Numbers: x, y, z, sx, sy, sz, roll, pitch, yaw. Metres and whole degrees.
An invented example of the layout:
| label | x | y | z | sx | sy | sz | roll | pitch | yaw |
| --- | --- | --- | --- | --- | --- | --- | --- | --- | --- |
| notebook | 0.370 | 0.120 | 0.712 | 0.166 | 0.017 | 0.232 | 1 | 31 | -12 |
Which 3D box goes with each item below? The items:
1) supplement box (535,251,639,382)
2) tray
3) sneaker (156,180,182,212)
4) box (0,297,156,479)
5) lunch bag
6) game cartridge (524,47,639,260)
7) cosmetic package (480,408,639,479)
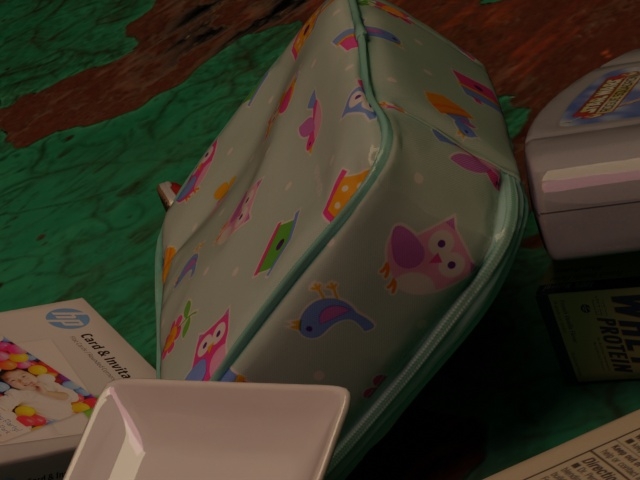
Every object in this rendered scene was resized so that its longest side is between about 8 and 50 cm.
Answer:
| label | x | y | z | sx | sy | sz | roll | pitch | yaw |
| --- | --- | --- | --- | --- | --- | --- | --- | --- | --- |
| supplement box | 0.164 | 0.023 | 0.959 | 0.083 | 0.056 | 0.083 | -6 | 31 | 29 |
| tray | -0.081 | 0.182 | 0.814 | 0.145 | 0.030 | 0.270 | 0 | 55 | 35 |
| sneaker | -0.058 | -0.019 | 1.222 | 0.067 | 0.042 | 0.118 | -33 | 36 | -10 |
| box | -0.178 | 0.092 | 1.014 | 0.186 | 0.038 | 0.145 | -8 | 30 | -33 |
| lunch bag | 0.000 | 0.000 | 0.999 | 0.224 | 0.108 | 0.279 | -55 | 17 | 19 |
| game cartridge | 0.214 | -0.062 | 0.985 | 0.198 | 0.062 | 0.297 | -3 | 15 | 21 |
| cosmetic package | 0.108 | 0.153 | 0.663 | 0.309 | 0.113 | 0.160 | -20 | 25 | -14 |
